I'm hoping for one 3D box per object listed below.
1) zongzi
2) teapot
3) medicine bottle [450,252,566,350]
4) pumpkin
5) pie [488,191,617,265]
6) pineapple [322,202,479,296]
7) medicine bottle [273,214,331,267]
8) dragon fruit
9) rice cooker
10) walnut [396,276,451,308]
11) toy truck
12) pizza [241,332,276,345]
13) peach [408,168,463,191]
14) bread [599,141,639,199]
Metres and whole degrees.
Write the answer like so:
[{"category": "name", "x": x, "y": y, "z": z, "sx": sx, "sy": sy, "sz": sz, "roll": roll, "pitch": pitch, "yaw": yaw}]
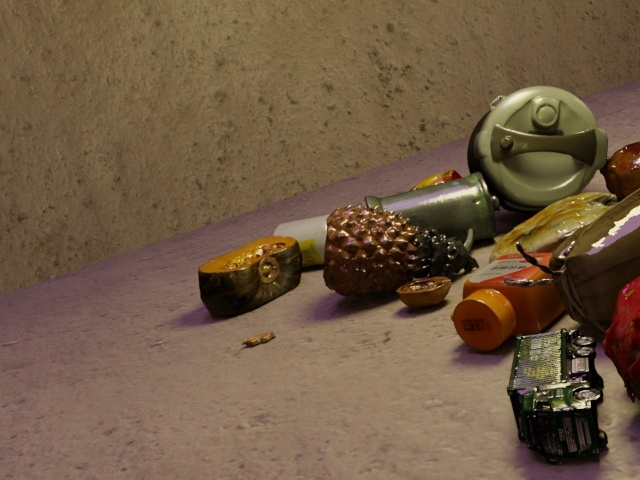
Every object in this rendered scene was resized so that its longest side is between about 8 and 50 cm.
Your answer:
[{"category": "zongzi", "x": 0.578, "y": 0.038, "z": 1.473, "sx": 0.499, "sy": 0.218, "sz": 0.467, "roll": -27, "pitch": -12, "yaw": 1}, {"category": "teapot", "x": 0.301, "y": -0.041, "z": 2.044, "sx": 0.336, "sy": 0.200, "sz": 0.271, "roll": -14, "pitch": 41, "yaw": 3}, {"category": "medicine bottle", "x": 0.347, "y": 0.110, "z": 1.456, "sx": 0.149, "sy": 0.112, "sz": 0.222, "roll": -3, "pitch": 18, "yaw": 46}, {"category": "pumpkin", "x": -0.199, "y": 0.092, "z": 2.179, "sx": 0.221, "sy": 0.139, "sz": 0.317, "roll": 1, "pitch": 22, "yaw": 46}, {"category": "pie", "x": 0.493, "y": -0.015, "z": 1.677, "sx": 0.337, "sy": 0.075, "sz": 0.337, "roll": -27, "pitch": 6, "yaw": 3}, {"category": "pineapple", "x": 0.191, "y": 0.032, "z": 1.851, "sx": 0.357, "sy": 0.223, "sz": 0.223, "roll": 5, "pitch": 18, "yaw": 12}, {"category": "medicine bottle", "x": 0.000, "y": 0.000, "z": 2.303, "sx": 0.258, "sy": 0.144, "sz": 0.143, "roll": -11, "pitch": 14, "yaw": 29}, {"category": "dragon fruit", "x": 0.475, "y": 0.130, "z": 1.035, "sx": 0.205, "sy": 0.210, "sz": 0.268, "roll": -2, "pitch": 4, "yaw": -10}, {"category": "rice cooker", "x": 0.568, "y": -0.235, "z": 2.111, "sx": 0.335, "sy": 0.335, "sz": 0.325, "roll": -17, "pitch": -1, "yaw": 0}, {"category": "walnut", "x": 0.228, "y": 0.117, "z": 1.714, "sx": 0.121, "sy": 0.052, "sz": 0.091, "roll": -11, "pitch": 12, "yaw": 15}, {"category": "toy truck", "x": 0.333, "y": 0.210, "z": 1.113, "sx": 0.121, "sy": 0.088, "sz": 0.259, "roll": -11, "pitch": 13, "yaw": 20}, {"category": "pizza", "x": -0.140, "y": 0.227, "z": 1.807, "sx": 0.083, "sy": 0.016, "sz": 0.037, "roll": -15, "pitch": 11, "yaw": -10}, {"category": "peach", "x": 0.360, "y": -0.117, "z": 2.319, "sx": 0.158, "sy": 0.154, "sz": 0.267, "roll": -26, "pitch": 4, "yaw": -1}, {"category": "bread", "x": 0.849, "y": -0.187, "z": 2.023, "sx": 0.246, "sy": 0.135, "sz": 0.232, "roll": -16, "pitch": 13, "yaw": 3}]
